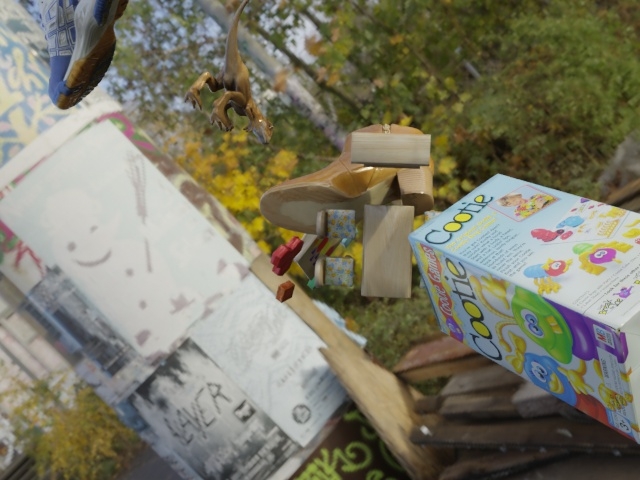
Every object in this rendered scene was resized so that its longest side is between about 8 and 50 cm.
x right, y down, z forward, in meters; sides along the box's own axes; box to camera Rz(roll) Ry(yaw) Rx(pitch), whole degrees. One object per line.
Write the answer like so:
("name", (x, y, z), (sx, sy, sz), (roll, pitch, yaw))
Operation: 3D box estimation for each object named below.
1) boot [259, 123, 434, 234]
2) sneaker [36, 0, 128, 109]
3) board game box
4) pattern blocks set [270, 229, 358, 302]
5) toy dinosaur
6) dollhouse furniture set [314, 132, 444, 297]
("boot", (0.045, -0.115, 1.301), (0.211, 0.295, 0.104), (-95, 1, -51))
("sneaker", (-0.421, -0.366, 1.302), (0.296, 0.131, 0.112), (-58, -1, 32))
("board game box", (0.241, 0.052, 0.769), (0.144, 0.142, 0.275), (-33, 31, -19))
("pattern blocks set", (0.000, 0.000, 1.514), (0.285, 0.026, 0.325), (-50, -17, -15))
("toy dinosaur", (-0.107, -0.198, 0.921), (0.112, 0.064, 0.211), (-49, -30, -31))
("dollhouse furniture set", (0.100, -0.033, 1.118), (0.161, 0.212, 0.242), (-41, -47, -81))
